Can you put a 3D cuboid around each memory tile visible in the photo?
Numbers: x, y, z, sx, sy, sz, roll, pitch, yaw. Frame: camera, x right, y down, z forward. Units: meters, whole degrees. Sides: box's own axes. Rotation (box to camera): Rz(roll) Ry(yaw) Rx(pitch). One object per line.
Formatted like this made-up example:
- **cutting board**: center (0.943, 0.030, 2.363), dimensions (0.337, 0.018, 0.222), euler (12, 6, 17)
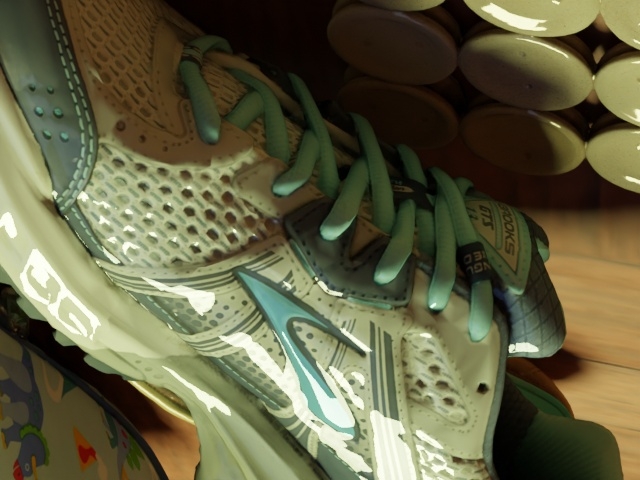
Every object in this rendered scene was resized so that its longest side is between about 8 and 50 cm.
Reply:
- **memory tile**: center (0.073, -0.045, 0.489), dimensions (0.148, 0.012, 0.113), euler (11, 155, 12)

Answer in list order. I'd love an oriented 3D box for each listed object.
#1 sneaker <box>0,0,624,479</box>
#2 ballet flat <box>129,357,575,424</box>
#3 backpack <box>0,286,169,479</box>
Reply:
- **sneaker**: center (0.000, 0.000, 0.521), dimensions (0.122, 0.110, 0.283), euler (-19, 125, 21)
- **ballet flat**: center (-0.012, 0.040, 0.650), dimensions (0.232, 0.080, 0.073), euler (32, 166, -26)
- **backpack**: center (-0.206, 0.142, 0.762), dimensions (0.273, 0.290, 0.355), euler (0, 160, 2)
